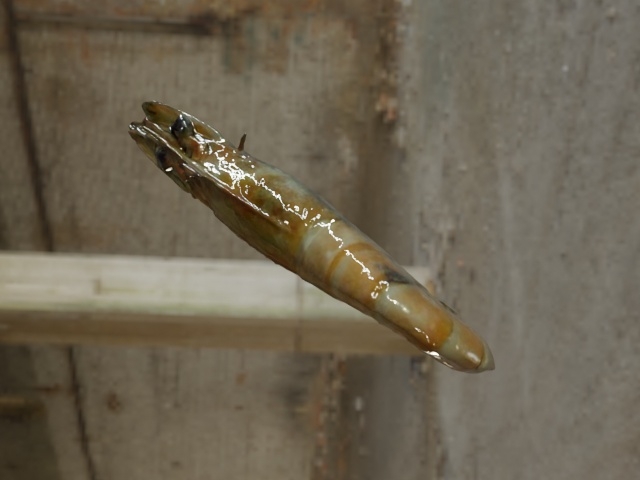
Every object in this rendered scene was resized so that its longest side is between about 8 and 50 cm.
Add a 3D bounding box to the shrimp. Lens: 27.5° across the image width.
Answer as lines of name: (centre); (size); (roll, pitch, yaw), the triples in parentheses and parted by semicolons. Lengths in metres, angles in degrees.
shrimp: (0.000, 0.000, 0.886); (0.058, 0.296, 0.169); (-54, -22, 2)
